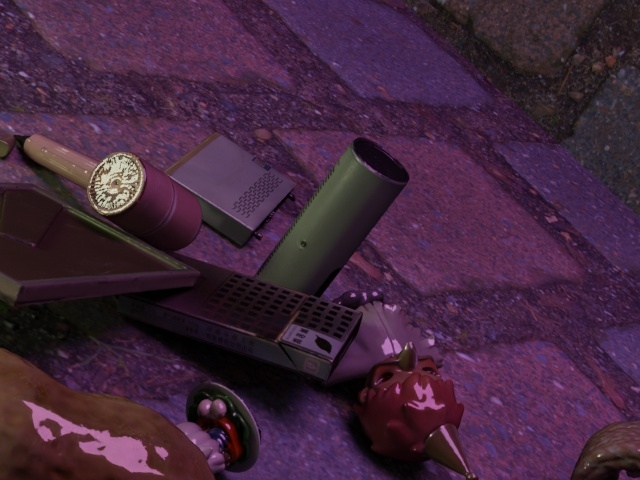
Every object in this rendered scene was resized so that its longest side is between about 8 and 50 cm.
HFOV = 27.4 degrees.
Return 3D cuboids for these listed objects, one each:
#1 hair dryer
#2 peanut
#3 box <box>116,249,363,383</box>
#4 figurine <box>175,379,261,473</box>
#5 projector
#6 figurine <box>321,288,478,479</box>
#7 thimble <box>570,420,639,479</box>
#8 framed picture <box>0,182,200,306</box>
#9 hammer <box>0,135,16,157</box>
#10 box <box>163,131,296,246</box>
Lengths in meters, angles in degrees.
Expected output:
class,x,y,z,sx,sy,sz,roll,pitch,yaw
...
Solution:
class,x,y,z,sx,sy,sz,roll,pitch,yaw
hair dryer,-0.352,-0.102,2.055,0.344,0.106,0.189,28,-4,30
peanut,-0.289,0.234,1.474,0.387,0.169,0.192,28,20,-8
box,-0.114,0.107,1.928,0.325,0.047,0.180,17,23,11
figurine,-0.167,0.260,1.646,0.132,0.132,0.154,42,41,18
projector,0.000,0.000,2.020,0.108,0.337,0.108,29,26,-16
figurine,0.120,0.221,1.967,0.207,0.166,0.387,-1,35,-23
thimble,0.501,0.399,2.045,0.229,0.196,0.148,35,24,8
framed picture,-0.397,-0.006,1.766,0.326,0.028,0.446,27,11,20
hammer,-0.572,-0.191,2.068,0.195,0.028,0.060,27,21,-9
box,-0.160,-0.093,2.337,0.211,0.045,0.270,33,25,0
